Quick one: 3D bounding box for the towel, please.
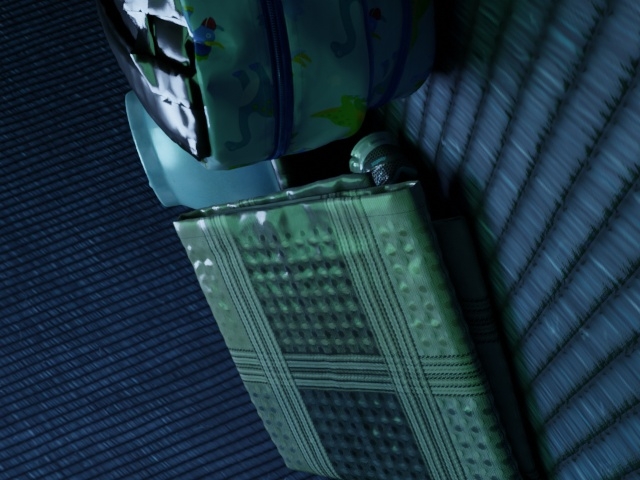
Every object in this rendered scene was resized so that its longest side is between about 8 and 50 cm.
[{"bbox_3d":[0.029,0.094,0.836,0.312,0.056,0.324,-5,115,44],"label":"towel"}]

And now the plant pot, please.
[{"bbox_3d":[-0.160,-0.158,1.289,0.293,0.196,0.293,161,90,-90],"label":"plant pot"}]

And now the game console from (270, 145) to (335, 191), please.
[{"bbox_3d":[0.000,0.000,1.022,0.342,0.060,0.387,-89,-19,-70],"label":"game console"}]

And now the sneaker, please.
[{"bbox_3d":[0.072,-0.013,0.814,0.076,0.065,0.166,46,158,59],"label":"sneaker"}]

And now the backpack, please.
[{"bbox_3d":[-0.066,-0.201,0.680,0.355,0.273,0.290,-99,5,-63],"label":"backpack"}]
